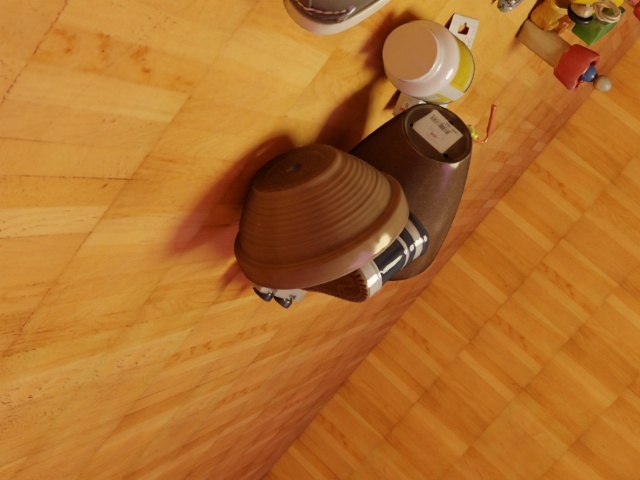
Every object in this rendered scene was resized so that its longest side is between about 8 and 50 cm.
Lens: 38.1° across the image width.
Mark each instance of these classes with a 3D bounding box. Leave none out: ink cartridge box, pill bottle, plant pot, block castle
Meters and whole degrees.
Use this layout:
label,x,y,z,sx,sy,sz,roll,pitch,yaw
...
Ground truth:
label,x,y,z,sx,sy,sz,roll,pitch,yaw
ink cartridge box,0.185,-0.276,1.477,0.145,0.045,0.179,-18,129,-63
pill bottle,0.145,-0.244,1.266,0.103,0.103,0.184,-51,166,14
plant pot,-0.013,-0.050,1.201,0.237,0.237,0.109,-40,123,-29
block castle,0.613,-0.492,1.781,0.453,0.213,0.303,-36,162,-39
plant pot,0.125,-0.090,1.363,0.215,0.215,0.230,-38,167,-36

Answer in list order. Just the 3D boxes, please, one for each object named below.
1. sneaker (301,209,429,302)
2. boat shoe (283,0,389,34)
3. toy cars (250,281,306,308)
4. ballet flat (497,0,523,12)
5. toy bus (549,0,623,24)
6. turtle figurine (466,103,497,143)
label,x,y,z,sx,sy,sz,roll,pitch,yaw
sneaker,0.032,-0.002,1.302,0.153,0.282,0.099,-35,118,-24
boat shoe,0.091,-0.316,0.886,0.305,0.109,0.091,-40,170,-13
toy cars,0.000,0.000,1.560,0.394,0.087,0.176,-31,154,-42
ballet flat,0.329,-0.413,1.502,0.114,0.041,0.041,-43,166,-24
toy bus,0.403,-0.398,1.438,0.202,0.191,0.104,-40,164,-31
turtle figurine,0.197,-0.156,1.711,0.217,0.087,0.269,-25,163,-41
